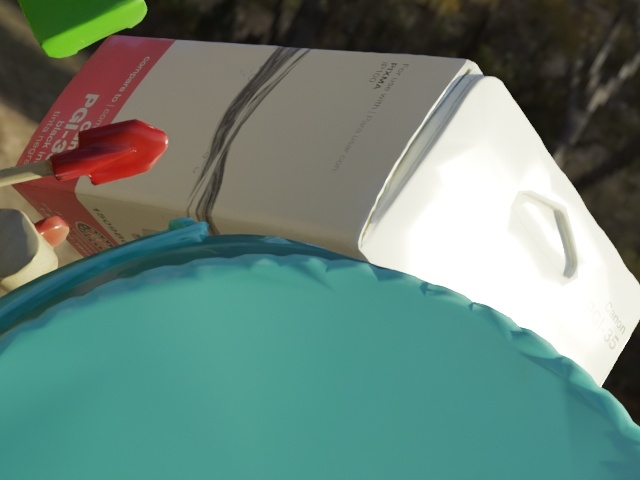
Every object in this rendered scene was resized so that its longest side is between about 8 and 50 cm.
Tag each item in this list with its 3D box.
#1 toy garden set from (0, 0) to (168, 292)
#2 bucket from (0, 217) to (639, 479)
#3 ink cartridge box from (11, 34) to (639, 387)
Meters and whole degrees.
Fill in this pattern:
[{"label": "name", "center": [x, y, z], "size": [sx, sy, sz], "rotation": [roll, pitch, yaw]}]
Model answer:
[{"label": "toy garden set", "center": [-0.177, -0.036, 0.671], "size": [0.049, 0.244, 0.204], "rotation": [71, -7, -74]}, {"label": "bucket", "center": [-0.021, 0.128, 0.501], "size": [0.281, 0.281, 0.183], "rotation": [29, -7, -2]}, {"label": "ink cartridge box", "center": [0.000, 0.000, 0.942], "size": [0.283, 0.117, 0.207], "rotation": [11, -30, 46]}]
